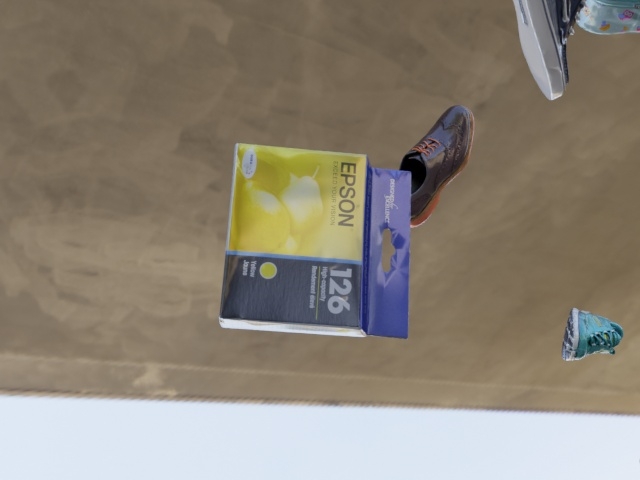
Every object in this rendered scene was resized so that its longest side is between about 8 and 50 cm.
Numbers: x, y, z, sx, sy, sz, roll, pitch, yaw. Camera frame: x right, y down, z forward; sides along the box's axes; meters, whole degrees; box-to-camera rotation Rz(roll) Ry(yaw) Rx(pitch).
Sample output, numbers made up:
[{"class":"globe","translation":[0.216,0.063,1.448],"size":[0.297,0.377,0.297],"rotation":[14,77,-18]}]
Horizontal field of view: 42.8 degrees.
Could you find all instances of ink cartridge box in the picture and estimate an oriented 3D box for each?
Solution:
[{"class":"ink cartridge box","translation":[0.000,0.000,1.340],"size":[0.307,0.303,0.072],"rotation":[3,-19,-2]}]

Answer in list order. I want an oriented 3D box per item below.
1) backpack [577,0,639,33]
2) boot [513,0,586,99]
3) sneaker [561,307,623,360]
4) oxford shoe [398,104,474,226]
[{"class":"backpack","translation":[0.503,-0.424,1.334],"size":[0.188,0.165,0.144],"rotation":[-8,-30,5]},{"class":"boot","translation":[0.252,-0.239,0.846],"size":[0.086,0.069,0.190],"rotation":[-25,-50,3]},{"class":"sneaker","translation":[0.591,0.203,1.765],"size":[0.275,0.110,0.107],"rotation":[-7,-72,-61]},{"class":"oxford shoe","translation":[0.218,-0.159,1.574],"size":[0.271,0.097,0.098],"rotation":[-62,-31,-14]}]
